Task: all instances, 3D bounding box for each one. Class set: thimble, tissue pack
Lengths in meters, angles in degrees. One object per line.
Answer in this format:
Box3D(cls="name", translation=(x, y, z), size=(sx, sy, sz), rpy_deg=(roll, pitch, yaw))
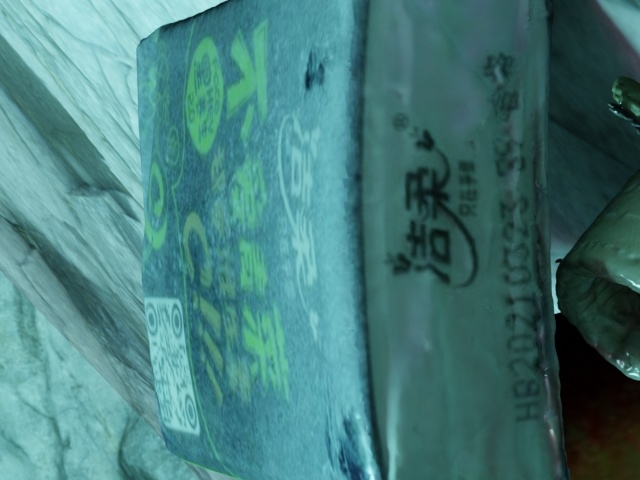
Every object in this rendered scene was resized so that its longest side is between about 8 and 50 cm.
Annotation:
Box3D(cls="thimble", translation=(0.182, 0.014, 0.984), size=(0.102, 0.090, 0.115), rpy_deg=(46, 162, -14))
Box3D(cls="tissue pack", translation=(0.000, 0.000, 1.091), size=(0.394, 0.124, 0.288), rpy_deg=(175, 91, -70))

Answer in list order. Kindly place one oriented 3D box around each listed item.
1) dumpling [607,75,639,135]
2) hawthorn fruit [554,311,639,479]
Box3D(cls="dumpling", translation=(0.235, -0.029, 0.761), size=(0.332, 0.086, 0.166), rpy_deg=(30, -170, 41))
Box3D(cls="hawthorn fruit", translation=(0.157, 0.125, 1.111), size=(0.248, 0.208, 0.208), rpy_deg=(46, 169, 45))
